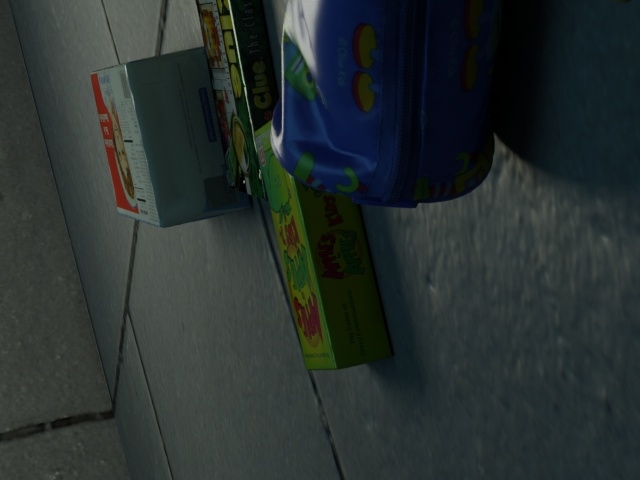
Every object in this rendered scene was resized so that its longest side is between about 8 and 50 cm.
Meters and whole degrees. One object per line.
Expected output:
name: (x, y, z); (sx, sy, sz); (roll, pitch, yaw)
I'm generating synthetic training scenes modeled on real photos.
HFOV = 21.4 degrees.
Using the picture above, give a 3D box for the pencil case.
pencil case: (0.036, -0.146, 0.785); (0.306, 0.119, 0.133); (92, -177, -47)

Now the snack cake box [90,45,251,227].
snack cake box: (-0.148, -0.099, 1.608); (0.264, 0.089, 0.152); (-165, 62, -74)

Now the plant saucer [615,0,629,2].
plant saucer: (0.096, -0.302, 0.510); (0.333, 0.081, 0.332); (99, 154, -55)

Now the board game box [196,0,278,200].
board game box: (-0.072, -0.166, 1.380); (0.136, 0.030, 0.259); (-163, 62, -71)

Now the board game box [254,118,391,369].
board game box: (0.000, 0.000, 1.206); (0.092, 0.043, 0.181); (161, 97, -75)
